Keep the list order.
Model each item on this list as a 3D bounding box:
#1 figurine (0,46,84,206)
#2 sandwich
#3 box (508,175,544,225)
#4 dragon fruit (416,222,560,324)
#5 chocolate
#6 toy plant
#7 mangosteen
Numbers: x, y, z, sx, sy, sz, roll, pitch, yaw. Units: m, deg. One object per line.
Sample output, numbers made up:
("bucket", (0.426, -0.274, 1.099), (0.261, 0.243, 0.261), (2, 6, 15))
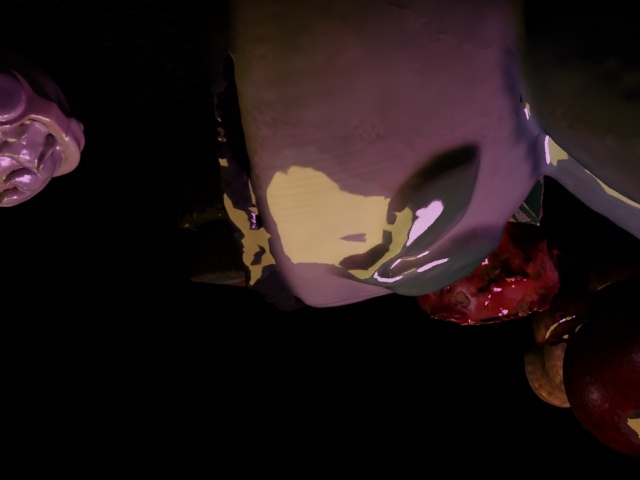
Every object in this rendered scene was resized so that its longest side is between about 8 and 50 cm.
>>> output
("figurine", (-0.276, -0.087, 1.010), (0.162, 0.141, 0.236), (-7, 163, 37))
("sandwich", (-0.014, -0.003, 1.350), (0.292, 0.109, 0.212), (3, 168, 22))
("box", (0.080, -0.074, 0.993), (0.135, 0.081, 0.199), (3, 166, 24))
("dragon fruit", (0.160, 0.000, 1.325), (0.153, 0.111, 0.153), (-5, -154, 3))
("chocolate", (0.366, 0.166, 1.918), (0.134, 0.134, 0.309), (8, 167, -2))
("toy plant", (0.131, -0.086, 0.579), (0.332, 0.247, 0.247), (-2, 167, 14))
("mangosteen", (0.341, 0.112, 1.468), (0.257, 0.215, 0.215), (41, 171, 5))
